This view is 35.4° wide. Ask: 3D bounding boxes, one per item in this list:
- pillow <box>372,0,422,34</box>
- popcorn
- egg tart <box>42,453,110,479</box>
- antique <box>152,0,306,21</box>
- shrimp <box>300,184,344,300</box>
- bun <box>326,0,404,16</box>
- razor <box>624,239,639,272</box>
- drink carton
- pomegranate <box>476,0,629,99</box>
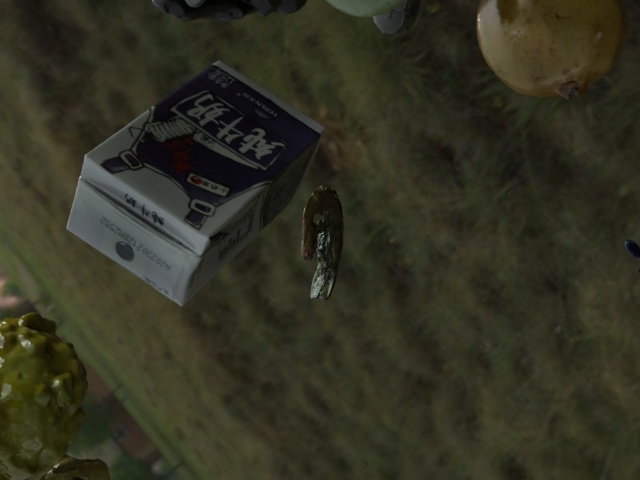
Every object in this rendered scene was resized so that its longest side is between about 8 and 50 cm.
[{"bbox_3d":[0.129,-0.539,1.714,0.228,0.101,0.326,97,168,-57],"label":"pillow"},{"bbox_3d":[-0.442,0.222,1.349,0.233,0.266,0.192,60,-170,30],"label":"popcorn"},{"bbox_3d":[-0.499,0.412,1.582,0.132,0.341,0.341,62,167,17],"label":"egg tart"},{"bbox_3d":[-0.097,-0.466,1.461,0.185,0.255,0.322,39,119,28],"label":"antique"},{"bbox_3d":[0.001,0.000,2.201,0.058,0.253,0.173,1,161,27],"label":"shrimp"},{"bbox_3d":[0.086,-0.358,1.176,0.108,0.221,0.221,28,180,-38],"label":"bun"},{"bbox_3d":[0.623,0.031,1.949,0.028,0.044,0.154,51,-169,35],"label":"razor"},{"bbox_3d":[-0.111,-0.058,0.931,0.134,0.222,0.102,35,133,7],"label":"drink carton"},{"bbox_3d":[0.404,-0.369,1.745,0.264,0.264,0.264,45,163,18],"label":"pomegranate"}]
